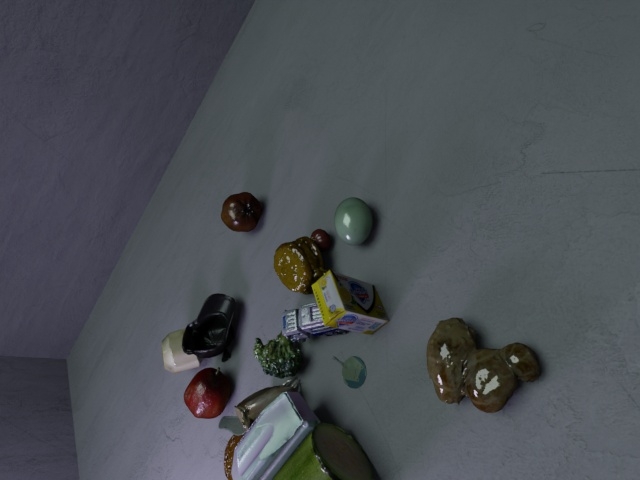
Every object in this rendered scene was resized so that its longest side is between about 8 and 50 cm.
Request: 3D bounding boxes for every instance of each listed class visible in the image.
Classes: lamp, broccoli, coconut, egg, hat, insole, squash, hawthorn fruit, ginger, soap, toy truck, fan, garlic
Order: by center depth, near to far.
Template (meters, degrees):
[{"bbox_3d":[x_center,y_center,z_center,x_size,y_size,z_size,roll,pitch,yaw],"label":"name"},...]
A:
[{"bbox_3d":[0.441,0.359,1.187,0.303,0.155,0.245,12,77,38],"label":"ginger"},{"bbox_3d":[-0.023,0.826,1.387,0.385,0.263,0.263,-56,45,14],"label":"squash"},{"bbox_3d":[-0.156,0.761,1.543,0.446,0.261,0.156,-56,42,16],"label":"soap"},{"bbox_3d":[0.102,0.474,1.573,0.175,0.005,0.114,23,93,45],"label":"fan"},{"bbox_3d":[-0.026,0.302,1.615,0.267,0.155,0.125,-17,62,19],"label":"toy truck"},{"bbox_3d":[0.128,-0.074,1.641,0.149,0.149,0.193,-21,60,39],"label":"egg"},{"bbox_3d":[-0.214,0.650,1.679,0.210,0.291,0.238,42,131,36],"label":"garlic"},{"bbox_3d":[-0.176,0.427,1.745,0.177,0.198,0.275,91,175,-57],"label":"broccoli"},{"bbox_3d":[0.000,0.000,1.786,0.101,0.090,0.101,36,139,40],"label":"lamp"},{"bbox_3d":[-0.398,0.836,1.923,0.231,0.003,0.080,-13,43,45],"label":"insole"},{"bbox_3d":[-0.517,0.703,1.980,0.215,0.215,0.250,33,95,46],"label":"hawthorn fruit"},{"bbox_3d":[-0.511,0.445,2.114,0.238,0.209,0.336,24,74,26],"label":"hat"},{"bbox_3d":[-0.419,-0.145,2.200,0.248,0.207,0.208,-2,73,61],"label":"hawthorn fruit"},{"bbox_3d":[-0.710,0.574,2.210,0.241,0.241,0.242,-18,64,40],"label":"coconut"}]

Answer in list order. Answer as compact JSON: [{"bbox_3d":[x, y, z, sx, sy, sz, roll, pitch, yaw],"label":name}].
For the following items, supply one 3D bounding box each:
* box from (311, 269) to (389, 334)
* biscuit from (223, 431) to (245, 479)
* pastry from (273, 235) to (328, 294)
[{"bbox_3d":[0.106,0.220,1.475,0.097,0.265,0.169,-40,49,26],"label":"box"},{"bbox_3d":[-0.350,0.944,1.833,0.212,0.036,0.213,-20,60,38],"label":"biscuit"},{"bbox_3d":[-0.091,0.111,1.763,0.235,0.131,0.240,62,146,19],"label":"pastry"}]
